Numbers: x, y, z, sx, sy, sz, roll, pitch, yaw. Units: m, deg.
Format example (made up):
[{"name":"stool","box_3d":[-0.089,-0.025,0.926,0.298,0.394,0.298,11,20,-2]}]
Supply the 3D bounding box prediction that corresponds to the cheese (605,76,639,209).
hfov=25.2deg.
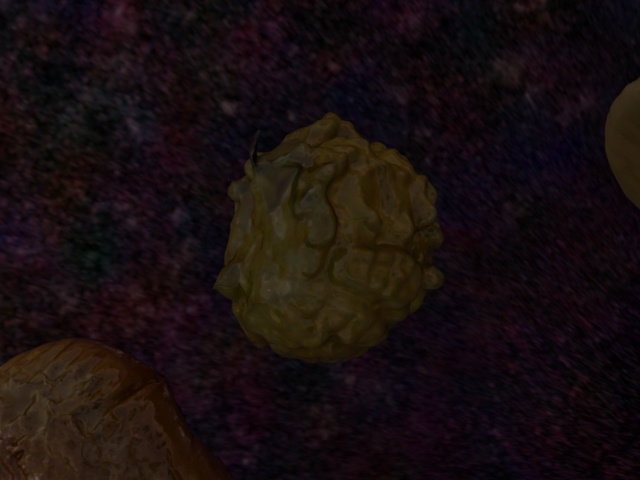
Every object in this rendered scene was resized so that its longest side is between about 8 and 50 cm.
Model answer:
[{"name":"cheese","box_3d":[0.339,0.008,0.689,0.104,0.384,0.384,-40,67,-18]}]

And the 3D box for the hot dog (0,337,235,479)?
[{"name":"hot dog","box_3d":[-0.241,0.286,1.482,0.365,0.196,0.367,50,126,-1]}]

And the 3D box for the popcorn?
[{"name":"popcorn","box_3d":[-0.001,-0.003,1.420,0.249,0.225,0.249,-23,53,34]}]
